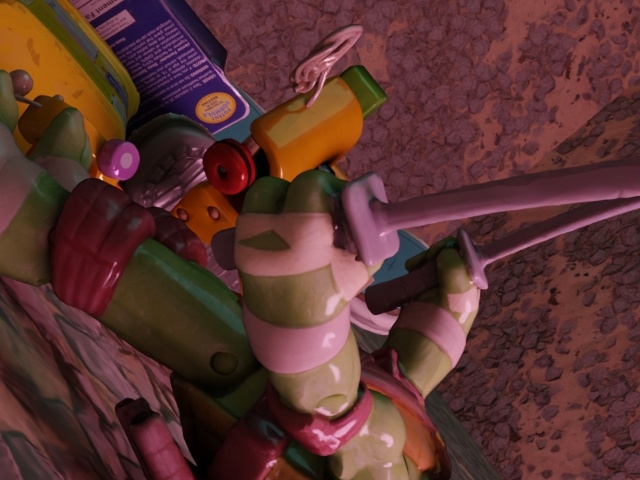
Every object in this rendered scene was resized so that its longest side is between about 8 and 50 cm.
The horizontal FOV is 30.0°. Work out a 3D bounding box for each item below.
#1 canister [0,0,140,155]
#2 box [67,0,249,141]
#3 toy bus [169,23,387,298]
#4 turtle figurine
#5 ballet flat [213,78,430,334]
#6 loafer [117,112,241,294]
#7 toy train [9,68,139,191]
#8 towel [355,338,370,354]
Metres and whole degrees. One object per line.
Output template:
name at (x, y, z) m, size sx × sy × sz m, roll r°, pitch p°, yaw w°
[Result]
canister at (-0.171, -0.100, 0.732) m, size 0.126 × 0.073 × 0.170 m, roll 50°, pitch 4°, yaw -17°
box at (-0.165, -0.148, 0.844) m, size 0.225 × 0.136 × 0.036 m, roll 50°, pitch 26°, yaw -31°
toy bus at (-0.020, -0.005, 0.651) m, size 0.104 × 0.191 × 0.202 m, roll 51°, pitch 2°, yaw 2°
turtle figurine at (0.000, 0.000, 0.447) m, size 0.266 × 0.275 × 0.198 m, roll 29°, pitch 31°, yaw 11°
ballet flat at (-0.053, -0.033, 1.211) m, size 0.400 × 0.139 × 0.139 m, roll 38°, pitch 0°, yaw 10°
loafer at (-0.096, -0.022, 0.858) m, size 0.087 × 0.094 × 0.251 m, roll 47°, pitch -9°, yaw 23°
toy train at (-0.156, -0.047, 0.585) m, size 0.166 × 0.046 × 0.125 m, roll 39°, pitch -21°, yaw -24°
towel at (0.024, 0.124, 1.245) m, size 0.187 × 0.049 × 0.282 m, roll 51°, pitch 2°, yaw -14°
